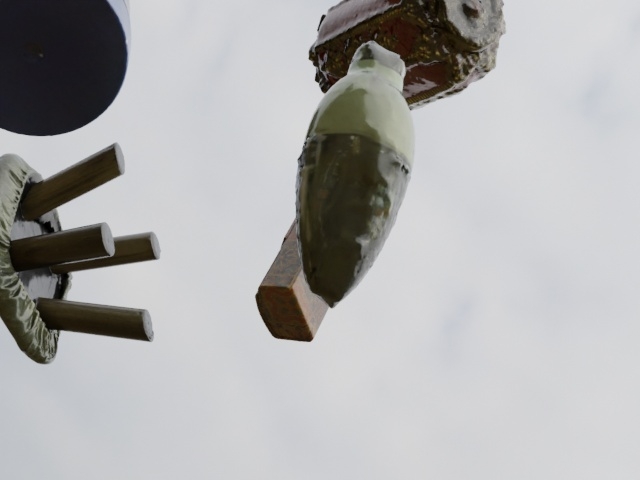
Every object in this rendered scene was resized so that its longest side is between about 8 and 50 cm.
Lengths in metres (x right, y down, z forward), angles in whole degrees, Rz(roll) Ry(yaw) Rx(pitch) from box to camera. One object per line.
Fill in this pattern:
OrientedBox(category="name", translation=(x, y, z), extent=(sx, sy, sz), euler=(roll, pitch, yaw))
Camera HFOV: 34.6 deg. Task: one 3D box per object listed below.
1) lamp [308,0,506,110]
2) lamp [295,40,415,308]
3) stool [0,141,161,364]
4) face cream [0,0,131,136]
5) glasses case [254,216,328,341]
OrientedBox(category="lamp", translation=(0.108, -0.254, 1.309), extent=(0.274, 0.177, 0.177), euler=(-16, -72, 54))
OrientedBox(category="lamp", translation=(0.029, -0.061, 0.890), extent=(0.101, 0.250, 0.101), euler=(13, -22, 5))
OrientedBox(category="stool", translation=(-0.432, 0.015, 1.799), extent=(0.226, 0.310, 0.310), euler=(-12, -49, 5))
OrientedBox(category="face cream", translation=(-0.384, -0.299, 1.419), extent=(0.249, 0.225, 0.248), euler=(-3, -58, -5))
OrientedBox(category="glasses case", translation=(0.000, 0.000, 1.057), extent=(0.049, 0.218, 0.075), euler=(1, -48, 27))
